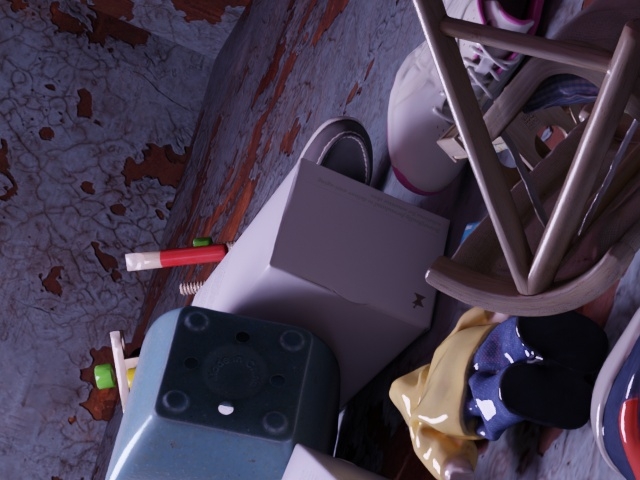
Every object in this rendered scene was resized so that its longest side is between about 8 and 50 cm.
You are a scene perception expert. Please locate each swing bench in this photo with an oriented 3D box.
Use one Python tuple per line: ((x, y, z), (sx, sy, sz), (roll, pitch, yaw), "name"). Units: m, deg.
((0.199, -0.107, 1.167), (0.253, 0.165, 0.254), (-44, -40, -39), "swing bench")

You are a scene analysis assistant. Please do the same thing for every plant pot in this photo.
((-0.104, 0.207, 1.832), (0.252, 0.247, 0.248), (100, -179, -51), "plant pot")

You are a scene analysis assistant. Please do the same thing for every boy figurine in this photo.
((0.135, 0.136, 1.458), (0.285, 0.092, 0.177), (139, 150, -66), "boy figurine")

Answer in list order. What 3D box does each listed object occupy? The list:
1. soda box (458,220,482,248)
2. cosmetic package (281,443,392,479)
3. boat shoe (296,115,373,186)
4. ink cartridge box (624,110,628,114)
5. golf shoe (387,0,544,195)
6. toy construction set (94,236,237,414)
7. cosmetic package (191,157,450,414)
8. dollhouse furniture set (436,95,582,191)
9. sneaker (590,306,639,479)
((0.180, 0.015, 1.533), (0.183, 0.063, 0.058), (165, 127, -75), "soda box")
((0.035, 0.266, 1.600), (0.085, 0.117, 0.231), (-67, 11, -3), "cosmetic package")
((0.000, 0.000, 2.254), (0.335, 0.112, 0.095), (-68, 29, 25), "boat shoe")
((0.300, -0.207, 1.406), (0.109, 0.062, 0.209), (133, 156, -60), "ink cartridge box")
((0.163, -0.196, 1.864), (0.306, 0.115, 0.140), (-70, 16, -4), "golf shoe")
((-0.214, 0.143, 2.329), (0.257, 0.237, 0.308), (-80, -18, -62), "toy construction set")
((-0.021, 0.082, 1.964), (0.365, 0.197, 0.155), (-48, 22, 53), "cosmetic package")
((0.223, -0.116, 1.594), (0.161, 0.101, 0.182), (-45, 9, -9), "dollhouse furniture set")
((0.272, 0.011, 1.022), (0.148, 0.131, 0.350), (-108, 32, -73), "sneaker")
